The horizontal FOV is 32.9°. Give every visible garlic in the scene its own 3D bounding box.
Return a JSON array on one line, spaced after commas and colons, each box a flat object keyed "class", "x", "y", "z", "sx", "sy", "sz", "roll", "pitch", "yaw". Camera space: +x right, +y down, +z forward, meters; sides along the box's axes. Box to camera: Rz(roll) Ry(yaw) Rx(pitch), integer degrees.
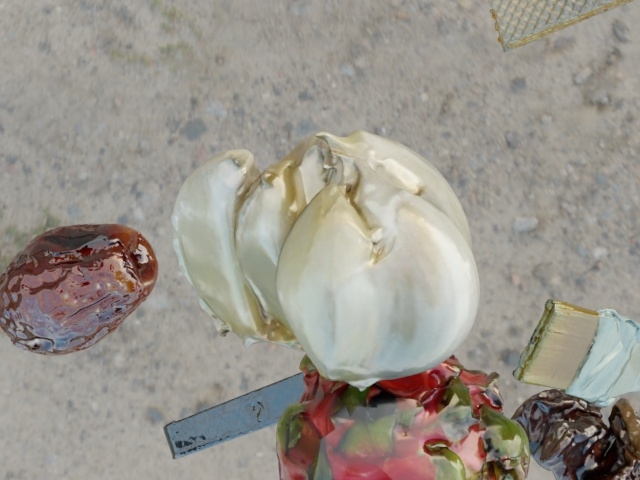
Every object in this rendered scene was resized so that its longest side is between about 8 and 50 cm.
[{"class": "garlic", "x": 0.016, "y": -0.005, "z": 0.893, "sx": 0.184, "sy": 0.281, "sz": 0.203, "roll": -27, "pitch": 123, "yaw": -29}]

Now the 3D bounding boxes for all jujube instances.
[{"class": "jujube", "x": -0.391, "y": 0.076, "z": 1.714, "sx": 0.290, "sy": 0.197, "sz": 0.197, "roll": -23, "pitch": 122, "yaw": 27}]

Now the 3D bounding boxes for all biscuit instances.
[{"class": "biscuit", "x": 0.401, "y": -0.375, "z": 1.546, "sx": 0.378, "sy": 0.054, "sz": 0.094, "roll": -16, "pitch": 84, "yaw": 39}]

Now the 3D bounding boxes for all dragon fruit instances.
[{"class": "dragon fruit", "x": 0.078, "y": 0.223, "z": 1.014, "sx": 0.236, "sy": 0.231, "sz": 0.303, "roll": -18, "pitch": 97, "yaw": -7}]

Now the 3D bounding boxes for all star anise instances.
[{"class": "star anise", "x": 0.338, "y": 0.244, "z": 1.278, "sx": 0.220, "sy": 0.190, "sz": 0.126, "roll": 30, "pitch": 98, "yaw": 22}]

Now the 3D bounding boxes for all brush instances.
[{"class": "brush", "x": 0.293, "y": 0.114, "z": 0.924, "sx": 0.336, "sy": 0.020, "sz": 0.086, "roll": 15, "pitch": 104, "yaw": -36}]

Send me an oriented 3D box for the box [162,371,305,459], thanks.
[{"class": "box", "x": -0.030, "y": 0.210, "z": 1.473, "sx": 0.350, "sy": 0.211, "sz": 0.058, "roll": -25, "pitch": 82, "yaw": 29}]
